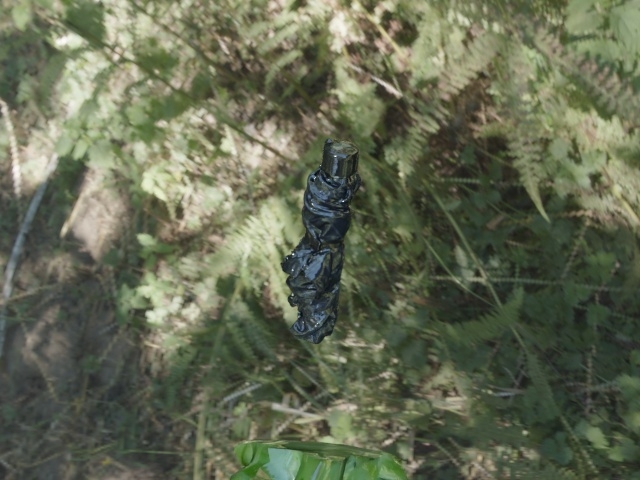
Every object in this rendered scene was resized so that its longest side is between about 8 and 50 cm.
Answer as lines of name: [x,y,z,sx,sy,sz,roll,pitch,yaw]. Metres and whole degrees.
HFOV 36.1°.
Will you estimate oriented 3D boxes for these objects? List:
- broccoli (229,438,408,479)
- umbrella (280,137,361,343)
broccoli: [-0.024,0.158,0.391,0.195,0.195,0.156,7,84,24]
umbrella: [-0.002,0.001,1.006,0.071,0.224,0.080,4,34,-12]
